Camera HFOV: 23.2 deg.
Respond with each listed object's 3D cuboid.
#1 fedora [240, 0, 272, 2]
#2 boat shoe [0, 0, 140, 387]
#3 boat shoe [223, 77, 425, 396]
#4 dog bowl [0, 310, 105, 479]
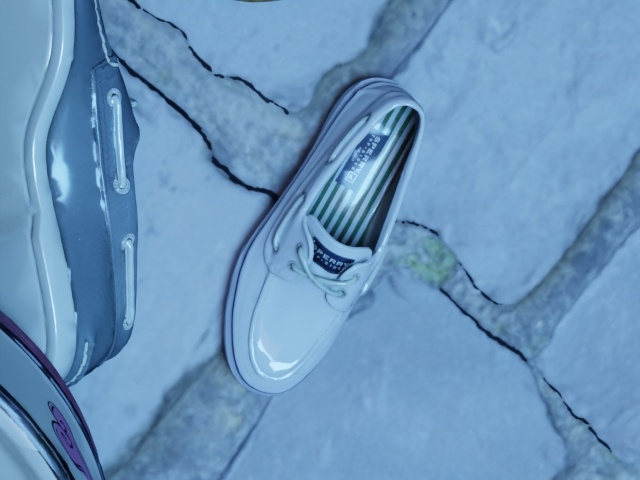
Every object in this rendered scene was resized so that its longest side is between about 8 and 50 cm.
[{"bbox_3d":[-0.047,-0.244,0.949,0.194,0.079,0.194,-4,106,-15],"label":"fedora"},{"bbox_3d":[-0.168,-0.067,0.966,0.099,0.116,0.319,-8,97,-54],"label":"boat shoe"},{"bbox_3d":[0.000,0.000,1.007,0.083,0.076,0.226,19,96,-14],"label":"boat shoe"},{"bbox_3d":[-0.303,0.176,0.890,0.408,0.150,0.408,2,110,4],"label":"dog bowl"}]
